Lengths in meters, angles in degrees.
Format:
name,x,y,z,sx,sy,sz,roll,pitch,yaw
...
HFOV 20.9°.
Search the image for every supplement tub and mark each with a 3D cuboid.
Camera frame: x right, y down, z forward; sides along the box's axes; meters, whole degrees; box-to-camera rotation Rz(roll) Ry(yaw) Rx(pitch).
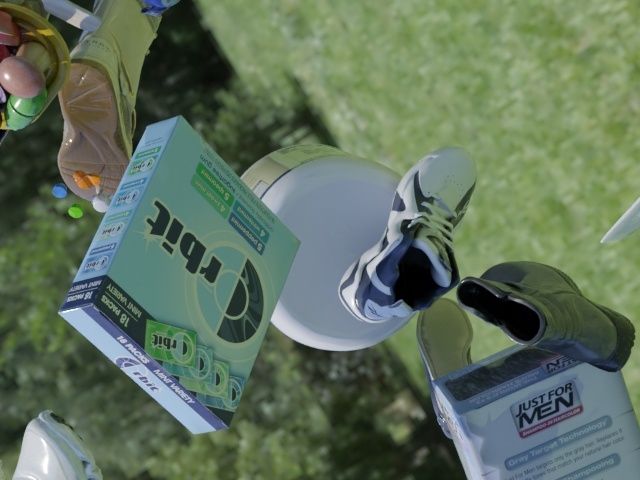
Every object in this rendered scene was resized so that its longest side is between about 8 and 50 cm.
name,x,y,z,sx,sy,sz,roll,pitch,yaw
supplement tub,0.000,0.000,2.188,0.235,0.235,0.325,59,174,-12

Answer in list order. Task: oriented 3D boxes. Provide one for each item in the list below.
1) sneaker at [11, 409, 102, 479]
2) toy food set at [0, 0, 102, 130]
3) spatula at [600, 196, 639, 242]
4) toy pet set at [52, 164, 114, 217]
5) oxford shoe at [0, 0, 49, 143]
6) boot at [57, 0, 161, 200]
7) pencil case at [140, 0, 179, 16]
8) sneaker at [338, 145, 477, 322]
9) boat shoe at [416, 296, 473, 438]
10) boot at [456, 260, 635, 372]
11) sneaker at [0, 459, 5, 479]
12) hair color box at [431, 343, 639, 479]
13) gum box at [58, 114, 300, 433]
name,x,y,z,sx,sy,sz,roll,pitch,yaw
sneaker,-0.308,0.320,1.890,0.110,0.118,0.292,33,128,38
toy food set,-0.338,-0.178,1.832,0.128,0.218,0.071,32,-138,-14
spatula,0.370,-0.085,1.562,0.168,0.242,0.019,-4,-129,-43
toy pet set,-0.195,-0.048,1.799,0.122,0.114,0.065,56,-153,-37
oxford shoe,-0.363,-0.258,2.045,0.348,0.123,0.130,110,146,-42
boot,-0.259,-0.190,2.148,0.262,0.095,0.203,91,-170,-51
pencil case,-0.118,-0.368,1.797,0.119,0.306,0.133,47,-142,-3
sneaker,0.128,-0.004,1.956,0.094,0.235,0.153,46,165,-21
boat shoe,0.160,0.162,2.207,0.065,0.075,0.206,97,170,-45
boot,0.205,0.061,1.832,0.161,0.083,0.246,17,-174,-34
sneaker,-0.515,0.311,2.055,0.107,0.279,0.118,-113,22,-83
hair color box,0.280,0.296,1.950,0.113,0.185,0.374,-126,14,-68
gum box,-0.101,0.026,1.306,0.157,0.041,0.184,47,-134,-32
